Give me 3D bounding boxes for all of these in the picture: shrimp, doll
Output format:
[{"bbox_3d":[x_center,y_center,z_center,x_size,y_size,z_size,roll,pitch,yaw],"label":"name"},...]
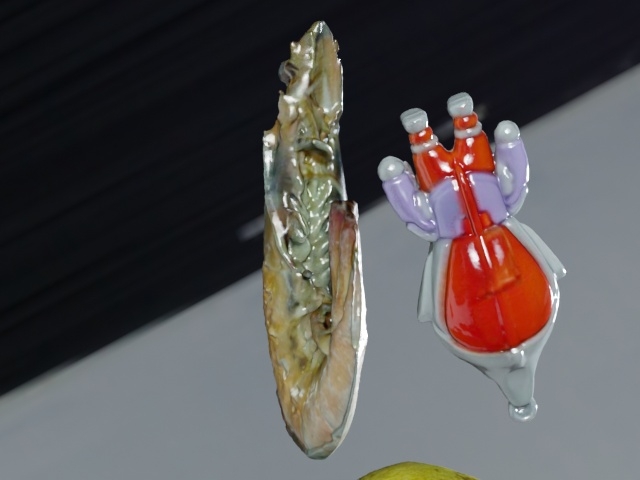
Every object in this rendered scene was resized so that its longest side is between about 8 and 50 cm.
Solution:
[{"bbox_3d":[0.002,0.000,1.089,0.143,0.052,0.251,-174,-100,-71],"label":"shrimp"},{"bbox_3d":[0.106,0.018,1.247,0.075,0.102,0.227,-106,176,-72],"label":"doll"}]

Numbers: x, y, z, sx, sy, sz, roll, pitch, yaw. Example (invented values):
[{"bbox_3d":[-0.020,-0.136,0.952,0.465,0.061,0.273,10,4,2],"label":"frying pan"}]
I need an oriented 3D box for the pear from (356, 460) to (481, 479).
[{"bbox_3d":[0.087,0.308,1.754,0.197,0.197,0.197,60,-6,11],"label":"pear"}]
